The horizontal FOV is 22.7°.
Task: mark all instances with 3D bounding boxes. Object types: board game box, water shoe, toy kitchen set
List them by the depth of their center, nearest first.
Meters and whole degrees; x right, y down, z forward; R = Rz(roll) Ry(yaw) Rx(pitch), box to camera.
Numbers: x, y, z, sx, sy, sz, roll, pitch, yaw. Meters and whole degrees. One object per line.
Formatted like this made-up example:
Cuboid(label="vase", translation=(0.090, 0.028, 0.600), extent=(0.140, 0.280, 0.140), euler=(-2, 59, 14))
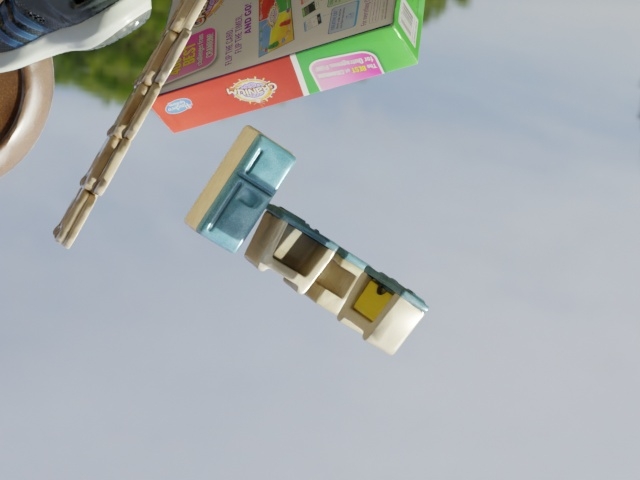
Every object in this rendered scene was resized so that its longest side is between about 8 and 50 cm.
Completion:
Cuboid(label="water shoe", translation=(-0.201, -0.178, 1.166), extent=(0.203, 0.080, 0.073), euler=(-6, -153, 45))
Cuboid(label="toy kitchen set", translation=(0.000, 0.000, 1.620), extent=(0.207, 0.122, 0.166), euler=(32, -179, -32))
Cuboid(label="board game box", translation=(-0.033, -0.265, 1.824), extent=(0.317, 0.064, 0.242), euler=(-13, -134, 26))

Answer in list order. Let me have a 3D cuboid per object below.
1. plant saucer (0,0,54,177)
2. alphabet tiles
Cuboid(label="plant saucer", translation=(-0.496, -0.204, 2.047), extent=(0.311, 0.310, 0.050), euler=(3, -169, -16))
Cuboid(label="alphabet tiles", translation=(-0.184, -0.122, 1.538), extent=(0.021, 0.284, 0.278), euler=(29, 178, -10))
